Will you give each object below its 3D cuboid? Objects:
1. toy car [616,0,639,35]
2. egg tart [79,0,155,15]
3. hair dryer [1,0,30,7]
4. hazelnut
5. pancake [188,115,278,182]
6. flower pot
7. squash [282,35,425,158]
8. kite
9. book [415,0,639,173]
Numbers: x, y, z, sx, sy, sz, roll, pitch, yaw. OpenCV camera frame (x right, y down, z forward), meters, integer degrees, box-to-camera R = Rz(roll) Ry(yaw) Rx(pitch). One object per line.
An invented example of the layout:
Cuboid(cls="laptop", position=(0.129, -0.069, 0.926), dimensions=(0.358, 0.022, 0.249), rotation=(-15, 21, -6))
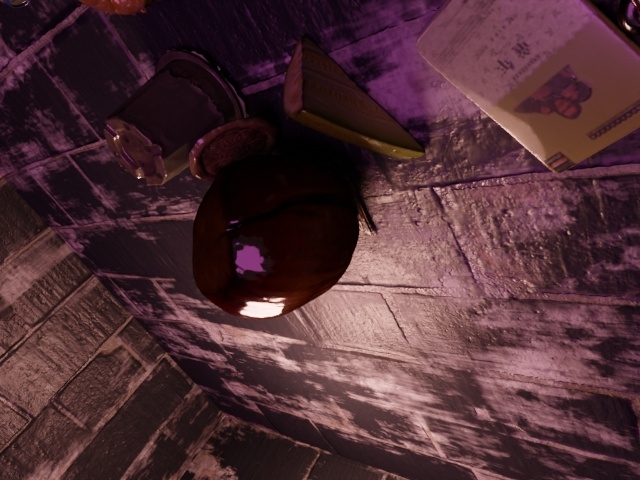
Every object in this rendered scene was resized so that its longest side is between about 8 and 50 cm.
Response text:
Cuboid(cls="toy car", position=(0.421, -0.328, 0.509), dimensions=(0.240, 0.271, 0.340), rotation=(-33, 110, 33))
Cuboid(cls="egg tart", position=(-0.412, -0.532, 0.968), dimensions=(0.291, 0.115, 0.290), rotation=(6, 177, 0))
Cuboid(cls="hair dryer", position=(-0.813, -0.772, 1.199), dimensions=(0.296, 0.119, 0.298), rotation=(40, 129, 2))
Cuboid(cls="hazelnut", position=(-0.121, -0.013, 1.200), dimensions=(0.402, 0.402, 0.429), rotation=(33, 135, 6))
Cuboid(cls="pancake", position=(-0.207, -0.217, 1.189), dimensions=(0.029, 0.235, 0.212), rotation=(61, -173, 21))
Cuboid(cls="flower pot", position=(-0.361, -0.284, 1.200), dimensions=(0.291, 0.259, 0.290), rotation=(24, 142, 20))
Cuboid(cls="squash", position=(0.066, -0.274, 1.040), dimensions=(0.289, 0.202, 0.111), rotation=(11, 153, -25))
Cuboid(cls="kite", position=(0.026, -0.126, 1.262), dimensions=(0.321, 0.016, 0.233), rotation=(32, 143, 6))
Cuboid(cls="book", position=(0.339, -0.275, 0.781), dimensions=(0.352, 0.035, 0.239), rotation=(40, 150, -4))
